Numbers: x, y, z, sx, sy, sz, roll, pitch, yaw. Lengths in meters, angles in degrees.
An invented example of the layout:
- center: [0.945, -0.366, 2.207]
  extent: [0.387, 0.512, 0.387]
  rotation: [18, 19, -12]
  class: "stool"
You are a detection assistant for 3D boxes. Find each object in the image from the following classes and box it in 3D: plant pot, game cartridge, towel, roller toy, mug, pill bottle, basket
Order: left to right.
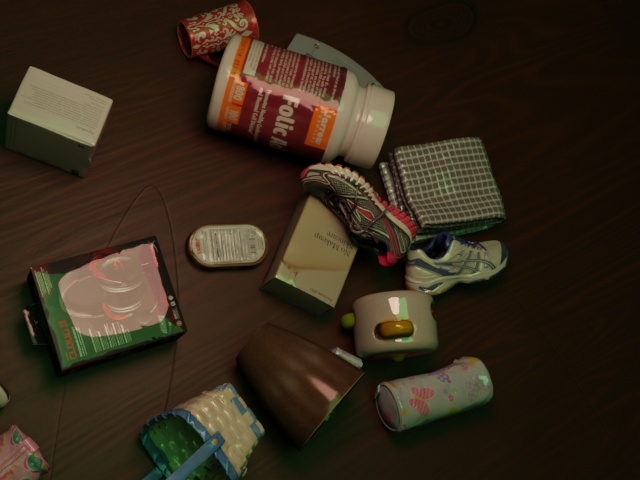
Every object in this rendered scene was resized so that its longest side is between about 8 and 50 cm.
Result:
- center: [-0.262, 0.422, 1.648]
  extent: [0.289, 0.254, 0.201]
  rotation: [-34, 90, -38]
  class: "basket"
- center: [-0.238, -0.481, 2.026]
  extent: [0.169, 0.113, 0.150]
  rotation: [-20, 80, -23]
  class: "mug"
- center: [-0.061, 0.290, 1.815]
  extent: [0.230, 0.215, 0.215]
  rotation: [39, 63, 9]
  class: "plant pot"
- center: [-0.044, -0.307, 1.949]
  extent: [0.391, 0.224, 0.224]
  rotation: [16, 68, -5]
  class: "pill bottle"
- center: [0.026, -0.375, 2.130]
  extent: [0.297, 0.062, 0.198]
  rotation: [33, 60, -9]
  class: "game cartridge"
- center: [0.170, 0.199, 1.923]
  extent: [0.191, 0.209, 0.146]
  rotation: [6, 72, -36]
  class: "roller toy"
- center: [0.307, -0.130, 2.126]
  extent: [0.283, 0.121, 0.235]
  rotation: [-10, 77, -24]
  class: "towel"

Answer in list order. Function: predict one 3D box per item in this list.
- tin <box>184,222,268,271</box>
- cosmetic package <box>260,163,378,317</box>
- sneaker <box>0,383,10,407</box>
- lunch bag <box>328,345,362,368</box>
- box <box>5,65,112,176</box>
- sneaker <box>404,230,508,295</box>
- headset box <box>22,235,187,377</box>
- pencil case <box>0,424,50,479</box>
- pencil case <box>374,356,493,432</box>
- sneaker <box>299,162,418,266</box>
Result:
- center: [-0.209, 0.013, 1.922]
  extent: [0.189, 0.040, 0.106]
  rotation: [-3, 70, -23]
  class: "tin"
- center: [0.000, 0.000, 1.967]
  extent: [0.160, 0.113, 0.310]
  rotation: [27, 65, -12]
  class: "cosmetic package"
- center: [-0.711, 0.265, 1.613]
  extent: [0.229, 0.086, 0.132]
  rotation: [46, 65, -4]
  class: "sneaker"
- center: [0.049, 0.273, 1.915]
  extent: [0.071, 0.083, 0.053]
  rotation: [27, 65, -13]
  class: "lunch bag"
- center: [-0.548, -0.243, 1.783]
  extent: [0.181, 0.181, 0.119]
  rotation: [21, 66, -15]
  class: "box"
- center: [0.337, 0.035, 2.066]
  extent: [0.296, 0.112, 0.131]
  rotation: [-18, 115, -27]
  class: "sneaker"
- center: [-0.450, 0.137, 1.742]
  extent: [0.293, 0.110, 0.218]
  rotation: [-15, 80, -25]
  class: "headset box"
- center: [-0.638, 0.468, 1.557]
  extent: [0.284, 0.124, 0.124]
  rotation: [-38, 90, -28]
  class: "pencil case"
- center: [0.262, 0.350, 1.961]
  extent: [0.273, 0.113, 0.124]
  rotation: [-13, 69, -25]
  class: "pencil case"
- center: [0.080, -0.063, 1.890]
  extent: [0.299, 0.121, 0.112]
  rotation: [35, 66, -10]
  class: "sneaker"
